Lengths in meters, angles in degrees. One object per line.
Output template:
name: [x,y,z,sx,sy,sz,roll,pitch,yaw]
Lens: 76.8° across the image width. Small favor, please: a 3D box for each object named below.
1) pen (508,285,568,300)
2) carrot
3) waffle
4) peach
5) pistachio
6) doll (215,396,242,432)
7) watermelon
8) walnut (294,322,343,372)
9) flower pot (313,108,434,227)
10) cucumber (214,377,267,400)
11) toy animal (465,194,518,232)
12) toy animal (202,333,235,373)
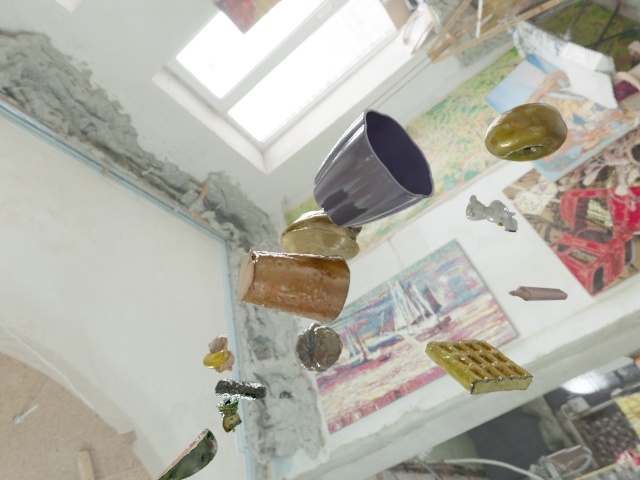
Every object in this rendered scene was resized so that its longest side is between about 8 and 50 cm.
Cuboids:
pen: [0.611,0.151,1.143,0.197,0.032,0.053,5,-160,-18]
carrot: [-0.075,0.104,1.064,0.254,0.196,0.196,15,-145,-22]
waffle: [0.487,0.386,1.260,0.248,0.055,0.221,4,-164,-24]
peach: [0.686,-0.354,1.357,0.251,0.251,0.153,28,-113,-55]
pistachio: [0.000,0.000,1.415,0.238,0.321,0.229,29,-122,-44]
doll: [-0.309,0.578,1.340,0.078,0.077,0.113,-13,-74,-60]
watermelon: [-0.359,0.597,1.120,0.063,0.119,0.245,65,-168,0]
walnut: [-0.007,0.545,2.057,0.248,0.248,0.248,47,-161,-22]
flower pot: [0.124,-0.159,1.051,0.265,0.243,0.265,25,-133,-29]
cucumber: [-0.266,0.518,1.402,0.067,0.245,0.067,18,-113,-51]
toy animal: [0.590,-0.079,1.367,0.127,0.182,0.131,-41,-52,-34]
toy animal: [-0.298,0.347,1.207,0.082,0.091,0.114,40,-163,-34]
